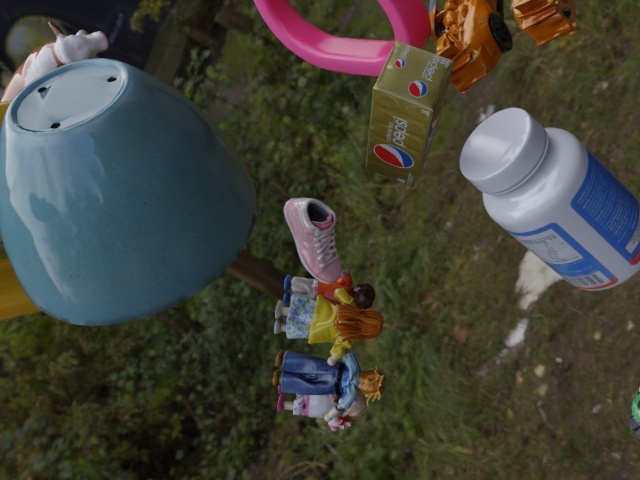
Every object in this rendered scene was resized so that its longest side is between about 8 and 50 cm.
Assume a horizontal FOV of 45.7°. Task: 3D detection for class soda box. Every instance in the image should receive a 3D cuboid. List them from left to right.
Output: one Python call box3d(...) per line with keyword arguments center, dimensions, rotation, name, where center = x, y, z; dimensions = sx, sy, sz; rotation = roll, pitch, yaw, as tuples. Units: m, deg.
box3d(center=(0.086, -0.123, 0.773), dimensions=(0.181, 0.061, 0.058), rotation=(88, -154, -71), name="soda box")

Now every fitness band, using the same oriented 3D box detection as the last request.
box3d(center=(0.007, -0.288, 0.906), dimensions=(0.054, 0.209, 0.291), rotation=(-48, 38, -15), name="fitness band")

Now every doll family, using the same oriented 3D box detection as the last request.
box3d(center=(0.016, 0.169, 1.106), dimensions=(0.118, 0.163, 0.262), rotation=(-37, -50, -77), name="doll family")

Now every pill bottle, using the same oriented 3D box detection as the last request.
box3d(center=(0.259, -0.046, 0.835), dimensions=(0.124, 0.221, 0.124), rotation=(-36, 34, 29), name="pill bottle")

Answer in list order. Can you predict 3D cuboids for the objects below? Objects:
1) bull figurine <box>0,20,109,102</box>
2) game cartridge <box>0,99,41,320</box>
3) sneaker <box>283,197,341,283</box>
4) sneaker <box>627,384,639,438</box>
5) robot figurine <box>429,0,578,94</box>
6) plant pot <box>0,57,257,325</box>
box3d(center=(-0.458, -0.263, 1.290), dimensions=(0.310, 0.101, 0.188), rotation=(-40, 10, 23), name="bull figurine")
box3d(center=(-0.502, -0.035, 1.130), dimensions=(0.053, 0.285, 0.323), rotation=(-156, 55, -65), name="game cartridge")
box3d(center=(0.000, 0.000, 1.054), dimensions=(0.051, 0.134, 0.070), rotation=(-32, 11, -29), name="sneaker")
box3d(center=(0.739, 0.309, 1.344), dimensions=(0.134, 0.344, 0.146), rotation=(-66, -20, -62), name="sneaker")
box3d(center=(0.205, -0.314, 0.858), dimensions=(0.211, 0.085, 0.291), rotation=(-25, 45, 39), name="robot figurine")
box3d(center=(-0.234, -0.080, 0.832), dimensions=(0.195, 0.290, 0.290), rotation=(74, -165, -45), name="plant pot")
